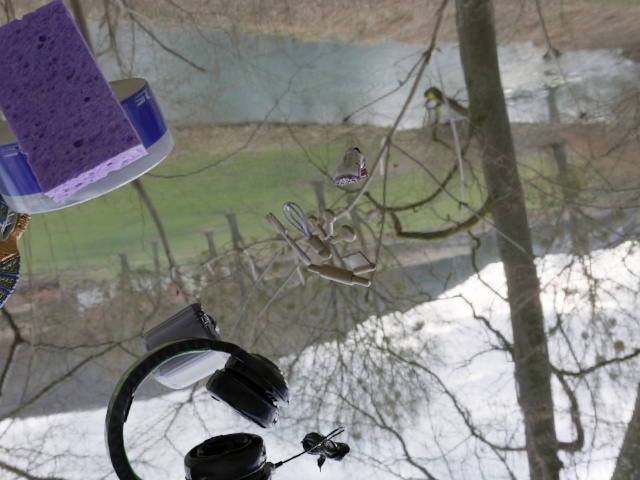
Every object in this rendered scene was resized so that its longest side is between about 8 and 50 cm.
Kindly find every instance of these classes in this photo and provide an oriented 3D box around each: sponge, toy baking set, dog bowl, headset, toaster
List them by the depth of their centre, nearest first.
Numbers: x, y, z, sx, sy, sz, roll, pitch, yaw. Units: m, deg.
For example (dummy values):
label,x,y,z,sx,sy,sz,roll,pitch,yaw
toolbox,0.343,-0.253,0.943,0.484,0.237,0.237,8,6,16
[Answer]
label,x,y,z,sx,sy,sz,roll,pitch,yaw
sponge,-0.296,-0.160,0.629,0.117,0.210,0.031,-30,169,-5
dog bowl,-0.366,-0.151,0.848,0.264,0.104,0.265,-13,-151,7
headset,-0.134,0.293,0.875,0.393,0.244,0.185,20,165,-23
toy baking set,0.003,0.006,1.166,0.256,0.197,0.030,9,-138,40
toaster,-0.281,0.226,1.176,0.146,0.129,0.227,-30,161,-10

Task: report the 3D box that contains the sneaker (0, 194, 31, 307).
label,x,y,z,sx,sy,sz,roll,pitch,yaw
sneaker,-0.666,0.022,1.091,0.130,0.297,0.112,-7,148,15

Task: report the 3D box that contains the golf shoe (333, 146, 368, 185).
label,x,y,z,sx,sy,sz,roll,pitch,yaw
golf shoe,0.067,-0.179,1.344,0.067,0.086,0.186,-9,-169,16
